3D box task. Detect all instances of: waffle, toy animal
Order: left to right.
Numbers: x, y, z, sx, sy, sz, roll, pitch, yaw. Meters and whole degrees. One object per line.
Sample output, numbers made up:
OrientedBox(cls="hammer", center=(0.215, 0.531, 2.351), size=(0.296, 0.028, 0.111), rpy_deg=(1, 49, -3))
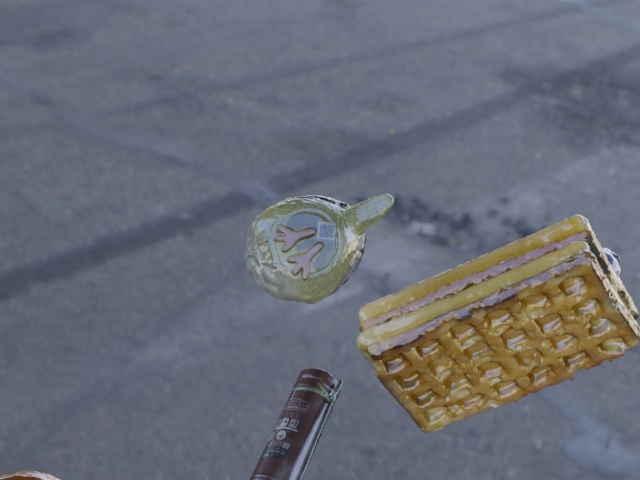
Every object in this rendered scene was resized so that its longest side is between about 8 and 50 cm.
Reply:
OrientedBox(cls="toy animal", center=(0.000, 0.000, 1.292), size=(0.137, 0.098, 0.098), rpy_deg=(-28, 32, -5))
OrientedBox(cls="waffle", center=(0.104, 0.051, 0.862), size=(0.148, 0.102, 0.042), rpy_deg=(-25, 47, 15))

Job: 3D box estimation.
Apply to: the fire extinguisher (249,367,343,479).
OrientedBox(cls="fire extinguisher", center=(-0.027, 0.186, 1.320), size=(0.064, 0.043, 0.158), rpy_deg=(-12, 41, 40))

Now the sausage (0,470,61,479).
OrientedBox(cls="sausage", center=(-0.435, 0.324, 1.586), size=(0.348, 0.097, 0.094), rpy_deg=(-14, 57, -24))

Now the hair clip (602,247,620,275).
OrientedBox(cls="hair clip", center=(0.219, 0.049, 1.557), size=(0.195, 0.052, 0.124), rpy_deg=(-19, 24, -13))
